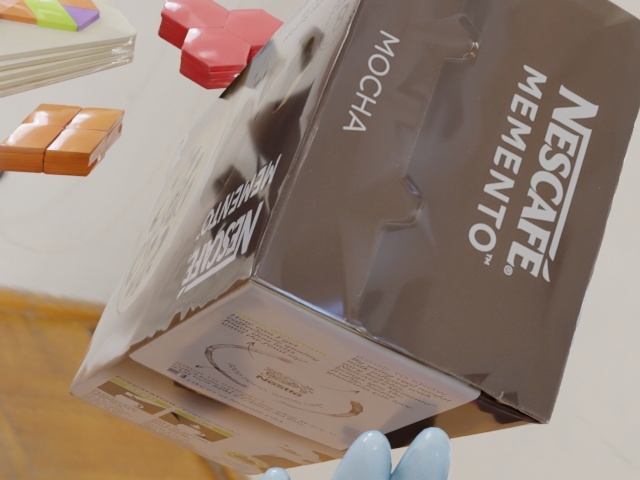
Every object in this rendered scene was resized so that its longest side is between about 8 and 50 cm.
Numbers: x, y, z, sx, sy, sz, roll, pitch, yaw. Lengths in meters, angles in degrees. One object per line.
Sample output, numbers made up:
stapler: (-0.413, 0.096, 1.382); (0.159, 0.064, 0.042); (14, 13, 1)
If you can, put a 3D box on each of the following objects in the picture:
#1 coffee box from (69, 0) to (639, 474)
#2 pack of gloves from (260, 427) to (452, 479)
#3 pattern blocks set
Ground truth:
coffee box: (0.000, 0.000, 0.573); (0.119, 0.168, 0.297); (27, -21, -14)
pack of gloves: (0.050, 0.176, 0.367); (0.195, 0.232, 0.046); (18, 2, 10)
pattern blocks set: (-0.206, -0.132, 0.729); (0.285, 0.026, 0.325); (37, 44, 22)
